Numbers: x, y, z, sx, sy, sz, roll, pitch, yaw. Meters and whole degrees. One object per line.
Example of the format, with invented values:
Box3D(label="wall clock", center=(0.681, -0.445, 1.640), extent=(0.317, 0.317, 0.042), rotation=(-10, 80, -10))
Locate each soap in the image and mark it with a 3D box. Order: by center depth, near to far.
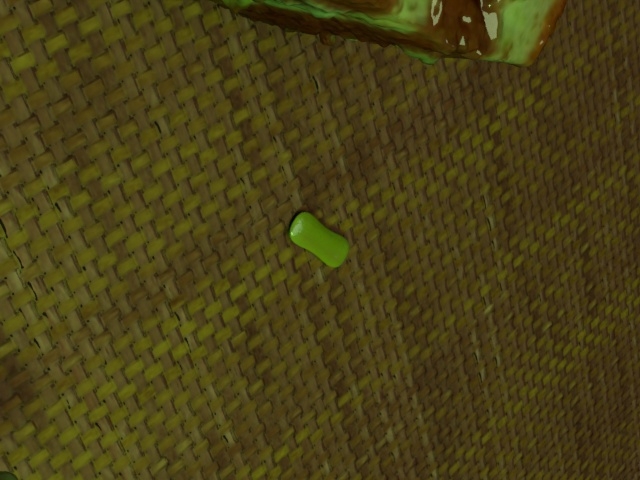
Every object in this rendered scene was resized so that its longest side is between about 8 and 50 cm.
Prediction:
Box3D(label="soap", center=(0.000, 0.000, 1.115), extent=(0.089, 0.012, 0.034), rotation=(33, 82, -46))

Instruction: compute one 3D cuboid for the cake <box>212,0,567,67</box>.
Box3D(label="cake", center=(0.039, -0.283, 0.855), extent=(0.319, 0.269, 0.270), rotation=(10, 99, -45))

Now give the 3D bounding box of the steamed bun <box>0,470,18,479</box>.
Box3D(label="steamed bun", center=(-0.293, 0.236, 0.804), extent=(0.106, 0.177, 0.192), rotation=(45, 69, -41))
